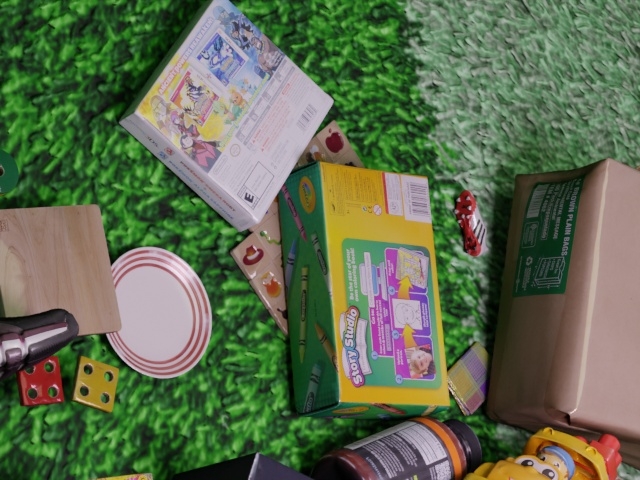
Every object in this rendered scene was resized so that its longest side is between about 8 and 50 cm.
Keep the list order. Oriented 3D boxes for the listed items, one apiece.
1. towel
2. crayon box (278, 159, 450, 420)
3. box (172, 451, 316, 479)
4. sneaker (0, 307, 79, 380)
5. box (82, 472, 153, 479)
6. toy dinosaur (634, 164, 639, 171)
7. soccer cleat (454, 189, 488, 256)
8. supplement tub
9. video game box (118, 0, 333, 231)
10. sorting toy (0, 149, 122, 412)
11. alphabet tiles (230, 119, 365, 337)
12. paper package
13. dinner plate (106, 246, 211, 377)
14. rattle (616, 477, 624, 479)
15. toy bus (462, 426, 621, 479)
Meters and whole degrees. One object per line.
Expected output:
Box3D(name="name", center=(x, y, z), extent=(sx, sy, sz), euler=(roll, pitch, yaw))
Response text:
Box3D(name="towel", center=(0.183, 0.165, 2.163), extent=(0.083, 0.009, 0.060), euler=(-43, 104, -40))
Box3D(name="crayon box", center=(0.048, 0.059, 2.026), extent=(0.165, 0.081, 0.278), euler=(6, 73, -38))
Box3D(name="box", center=(-0.042, 0.312, 1.835), extent=(0.207, 0.153, 0.108), euler=(31, 58, -30))
Box3D(name="sneaker", center=(-0.370, 0.064, 1.651), extent=(0.281, 0.106, 0.162), euler=(-16, 81, -28))
Box3D(name="box", center=(-0.294, 0.367, 1.594), extent=(0.290, 0.177, 0.279), euler=(-2, 76, -40))
Box3D(name="toy dinosaur", center=(0.384, -0.049, 2.383), extent=(0.092, 0.053, 0.183), euler=(44, 59, -40))
Box3D(name="soccer cleat", center=(0.189, -0.021, 2.217), extent=(0.035, 0.029, 0.083), euler=(-6, 83, -50))
Box3D(name="supplement tub", center=(0.089, 0.258, 1.994), extent=(0.198, 0.106, 0.106), euler=(-16, 87, -42))
Box3D(name="video game box", center=(-0.101, -0.143, 1.996), extent=(0.187, 0.048, 0.205), euler=(45, 53, -19))
Box3D(name="sorting toy", center=(-0.274, 0.045, 1.797), extent=(0.132, 0.046, 0.274), euler=(-5, 79, -41))
Box3D(name="alphabet tiles", center=(0.000, 0.000, 2.065), extent=(0.237, 0.009, 0.198), euler=(-42, 104, -39))
Box3D(name="paper package", center=(0.374, 0.099, 2.211), extent=(0.309, 0.168, 0.325), euler=(21, 72, -35))
Box3D(name="dinner plate", center=(-0.175, 0.076, 1.889), extent=(0.141, 0.017, 0.141), euler=(13, 69, -36))
Box3D(name="rattle", center=(0.403, 0.414, 2.232), extent=(0.143, 0.130, 0.199), euler=(46, 25, -33))
Box3D(name="toy bus", center=(0.264, 0.289, 2.026), extent=(0.211, 0.149, 0.220), euler=(-51, 147, -22))
